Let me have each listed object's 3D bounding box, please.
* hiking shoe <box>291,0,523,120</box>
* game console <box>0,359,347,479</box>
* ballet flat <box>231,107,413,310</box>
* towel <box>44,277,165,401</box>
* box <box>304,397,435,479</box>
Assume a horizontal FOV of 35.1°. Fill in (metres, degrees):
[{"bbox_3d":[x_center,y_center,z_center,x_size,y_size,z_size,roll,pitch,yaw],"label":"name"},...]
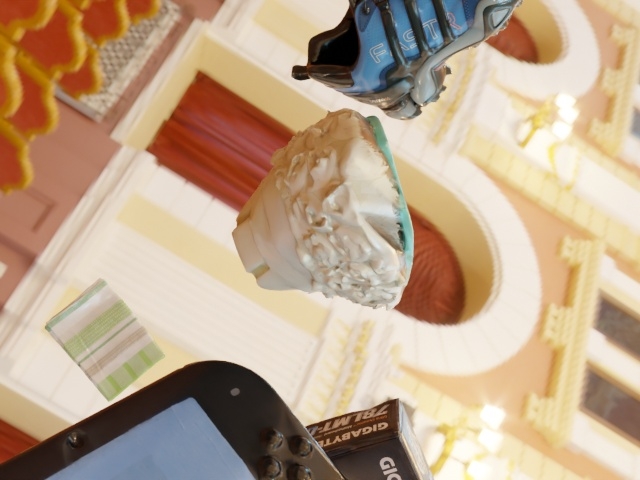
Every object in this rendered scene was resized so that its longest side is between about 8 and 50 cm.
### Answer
[{"bbox_3d":[0.091,-0.224,0.914,0.304,0.132,0.113,125,-33,-44],"label":"hiking shoe"},{"bbox_3d":[-0.109,0.286,0.797,0.387,0.342,0.060,-26,154,-41],"label":"game console"},{"bbox_3d":[0.000,0.000,0.818,0.147,0.147,0.409,-58,174,-4],"label":"ballet flat"},{"bbox_3d":[-0.316,0.145,1.483,0.113,0.152,0.023,-40,178,-2],"label":"towel"},{"bbox_3d":[-0.004,0.334,1.044,0.294,0.295,0.073,-18,-158,13],"label":"box"}]
